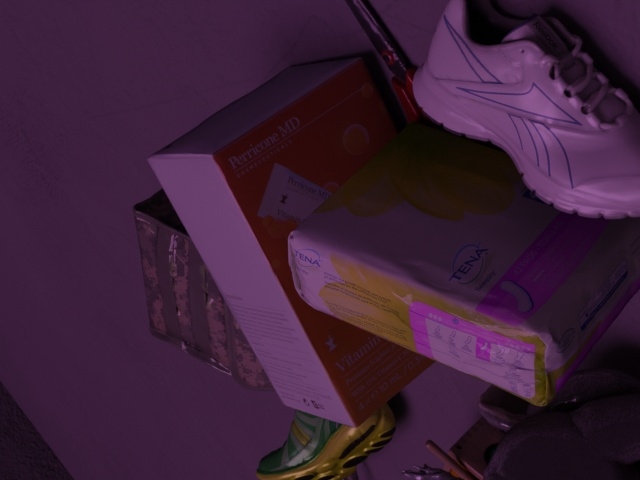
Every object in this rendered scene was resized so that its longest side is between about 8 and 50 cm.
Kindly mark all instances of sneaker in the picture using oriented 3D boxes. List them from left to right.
[{"bbox_3d":[0.007,0.276,1.733,0.295,0.109,0.123,-41,49,43],"label":"sneaker"},{"bbox_3d":[0.206,-0.123,1.070,0.297,0.111,0.129,34,139,26],"label":"sneaker"}]

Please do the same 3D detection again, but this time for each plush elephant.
[{"bbox_3d":[0.267,0.268,1.283,0.330,0.255,0.272,2,85,14],"label":"plush elephant"}]

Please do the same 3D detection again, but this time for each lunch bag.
[{"bbox_3d":[-0.093,0.064,1.603,0.287,0.169,0.235,25,137,25],"label":"lunch bag"}]

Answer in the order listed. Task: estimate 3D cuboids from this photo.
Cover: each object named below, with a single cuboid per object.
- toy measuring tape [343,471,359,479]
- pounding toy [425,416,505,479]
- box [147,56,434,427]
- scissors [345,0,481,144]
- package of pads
[{"bbox_3d":[0.030,0.422,1.873,0.121,0.121,0.330,5,117,51],"label":"toy measuring tape"},{"bbox_3d":[0.203,0.299,1.513,0.130,0.100,0.141,36,146,23],"label":"pounding toy"},{"bbox_3d":[0.000,0.000,1.345,0.168,0.215,0.345,5,127,59],"label":"box"},{"bbox_3d":[0.090,-0.180,1.248,0.109,0.021,0.297,2,123,55],"label":"scissors"},{"bbox_3d":[0.143,0.015,1.148,0.296,0.229,0.101,22,139,33],"label":"package of pads"}]
